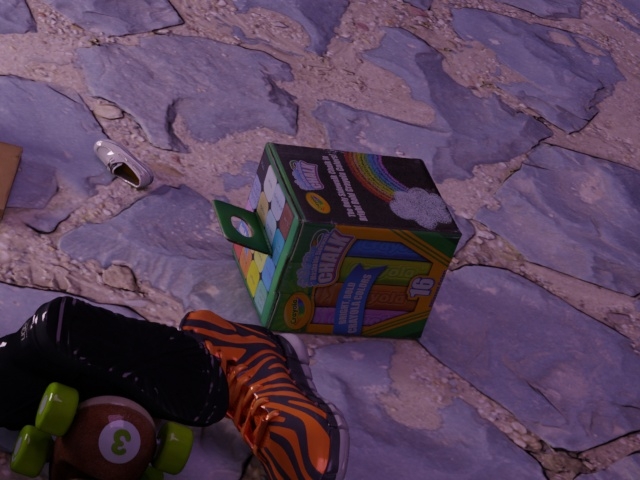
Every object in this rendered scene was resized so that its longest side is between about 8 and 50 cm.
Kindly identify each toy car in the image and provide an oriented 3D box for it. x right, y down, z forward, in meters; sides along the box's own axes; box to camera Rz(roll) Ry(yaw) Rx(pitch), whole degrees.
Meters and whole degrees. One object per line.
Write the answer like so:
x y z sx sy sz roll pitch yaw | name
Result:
-0.226 0.262 1.689 0.155 0.149 0.188 21 41 -17 | toy car

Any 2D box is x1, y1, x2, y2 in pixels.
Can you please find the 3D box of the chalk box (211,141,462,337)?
0.000 0.000 2.173 0.288 0.179 0.180 5 35 -21 | chalk box

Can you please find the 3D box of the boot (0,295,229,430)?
-0.247 0.149 1.796 0.246 0.207 0.094 26 56 -32 | boot

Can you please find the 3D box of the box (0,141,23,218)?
-0.496 -0.099 2.203 0.201 0.021 0.164 14 31 -9 | box

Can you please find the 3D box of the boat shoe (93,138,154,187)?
-0.275 -0.104 2.321 0.100 0.035 0.035 37 32 16 | boat shoe

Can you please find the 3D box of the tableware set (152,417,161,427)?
-0.265 0.157 1.912 0.194 0.039 0.128 22 31 5 | tableware set

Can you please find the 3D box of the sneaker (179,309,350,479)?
-0.088 0.186 1.865 0.180 0.125 0.321 19 17 -24 | sneaker
